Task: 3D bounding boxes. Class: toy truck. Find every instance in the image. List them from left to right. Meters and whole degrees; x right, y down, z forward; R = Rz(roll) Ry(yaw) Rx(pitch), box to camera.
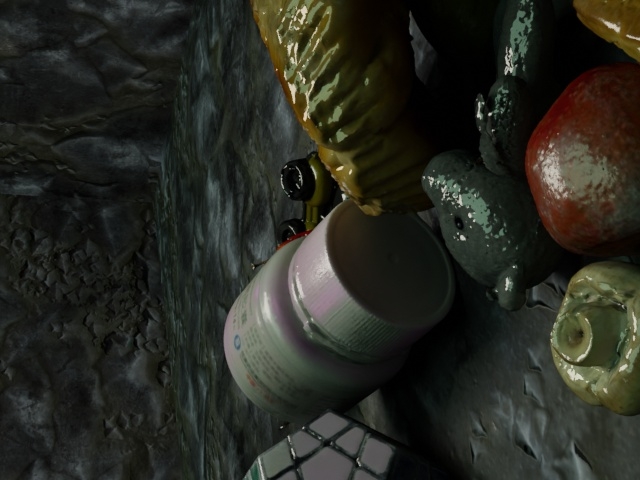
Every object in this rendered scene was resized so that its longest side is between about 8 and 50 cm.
[{"bbox_3d":[0.028,-0.047,1.310,0.165,0.147,0.224,31,121,41],"label":"toy truck"}]

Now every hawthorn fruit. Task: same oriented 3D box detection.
[{"bbox_3d":[0.262,-0.071,0.658,0.173,0.173,0.173,-178,90,-69],"label":"hawthorn fruit"}]

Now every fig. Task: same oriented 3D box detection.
[{"bbox_3d":[0.169,-0.249,0.950,0.151,0.151,0.259,-138,50,-63],"label":"fig"}]

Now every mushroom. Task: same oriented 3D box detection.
[{"bbox_3d":[0.270,0.088,0.689,0.148,0.112,0.148,-13,75,59],"label":"mushroom"}]

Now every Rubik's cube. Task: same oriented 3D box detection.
[{"bbox_3d":[0.033,0.392,1.050,0.264,0.319,0.319,-19,67,40],"label":"Rubik's cube"}]

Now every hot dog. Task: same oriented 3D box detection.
[{"bbox_3d":[0.048,-0.209,0.973,0.367,0.196,0.365,55,-168,-28],"label":"hot dog"}]

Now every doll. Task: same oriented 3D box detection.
[{"bbox_3d":[0.187,-0.110,0.824,0.246,0.158,0.340,-46,-48,-74],"label":"doll"}]

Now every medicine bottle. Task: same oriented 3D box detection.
[{"bbox_3d":[0.022,0.106,1.124,0.325,0.256,0.256,-49,43,47],"label":"medicine bottle"}]

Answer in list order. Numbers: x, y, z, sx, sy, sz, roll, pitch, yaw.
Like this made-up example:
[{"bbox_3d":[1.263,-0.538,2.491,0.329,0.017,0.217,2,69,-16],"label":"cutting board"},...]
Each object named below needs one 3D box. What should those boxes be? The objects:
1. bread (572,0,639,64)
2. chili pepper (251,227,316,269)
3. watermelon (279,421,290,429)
[{"bbox_3d":[0.323,-0.209,0.560,0.210,0.099,0.235,-61,38,18],"label":"bread"},{"bbox_3d":[0.000,0.000,1.240,0.268,0.059,0.050,-21,73,28],"label":"chili pepper"},{"bbox_3d":[-0.022,0.213,1.396,0.204,0.127,0.232,117,152,-60],"label":"watermelon"}]
